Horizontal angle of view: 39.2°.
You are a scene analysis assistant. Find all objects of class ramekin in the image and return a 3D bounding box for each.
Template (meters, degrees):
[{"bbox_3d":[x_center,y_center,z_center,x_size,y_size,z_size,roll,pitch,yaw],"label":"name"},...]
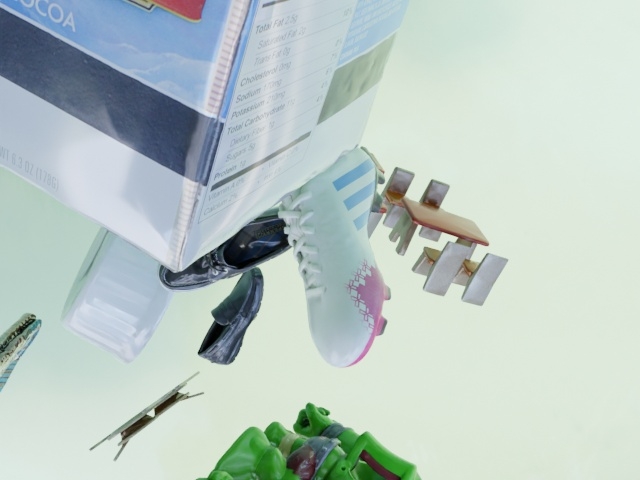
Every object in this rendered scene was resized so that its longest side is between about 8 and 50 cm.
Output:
[{"bbox_3d":[-0.337,0.061,1.553,0.135,0.277,0.277,27,134,-17],"label":"ramekin"}]

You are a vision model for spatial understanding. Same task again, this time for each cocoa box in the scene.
[{"bbox_3d":[-0.133,-0.192,0.528,0.231,0.347,0.228,-42,157,-53],"label":"cocoa box"}]

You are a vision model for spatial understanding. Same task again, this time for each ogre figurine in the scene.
[{"bbox_3d":[0.000,0.170,0.622,0.118,0.097,0.197,21,173,20],"label":"ogre figurine"}]

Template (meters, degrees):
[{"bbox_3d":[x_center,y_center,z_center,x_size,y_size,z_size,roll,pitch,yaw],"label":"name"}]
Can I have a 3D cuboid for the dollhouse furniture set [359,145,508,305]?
[{"bbox_3d":[0.157,-0.043,1.454,0.259,0.262,0.135,16,115,-24],"label":"dollhouse furniture set"}]

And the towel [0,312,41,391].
[{"bbox_3d":[-0.445,0.266,1.023,0.040,0.271,0.370,33,93,-10],"label":"towel"}]

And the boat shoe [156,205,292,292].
[{"bbox_3d":[-0.122,0.016,1.221,0.228,0.080,0.076,-18,-171,5],"label":"boat shoe"}]

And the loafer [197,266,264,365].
[{"bbox_3d":[-0.176,0.148,1.769,0.078,0.076,0.223,14,112,-28],"label":"loafer"}]

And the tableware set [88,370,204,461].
[{"bbox_3d":[-0.260,0.276,1.406,0.128,0.039,0.194,-37,177,20],"label":"tableware set"}]

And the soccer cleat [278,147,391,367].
[{"bbox_3d":[0.000,0.000,1.086,0.143,0.331,0.116,29,131,-27],"label":"soccer cleat"}]
